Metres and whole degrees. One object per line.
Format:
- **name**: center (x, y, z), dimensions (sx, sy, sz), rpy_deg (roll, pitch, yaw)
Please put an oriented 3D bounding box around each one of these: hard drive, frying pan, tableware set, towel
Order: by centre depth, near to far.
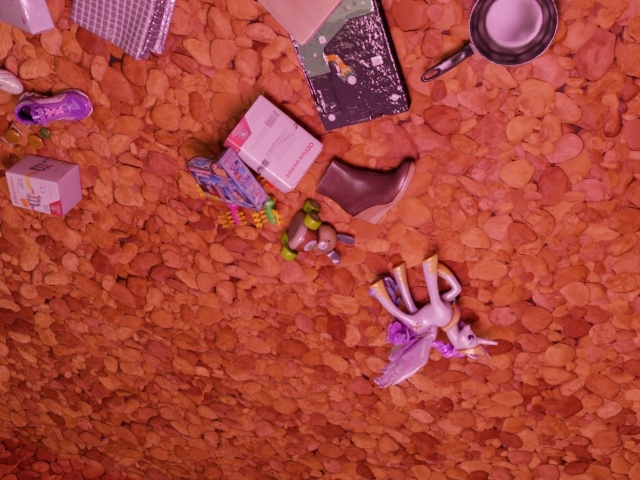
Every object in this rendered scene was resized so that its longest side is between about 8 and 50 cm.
- **frying pan**: center (0.408, -0.457, 1.568), dimensions (0.197, 0.053, 0.326), rpy_deg (32, 128, -8)
- **hard drive**: center (0.067, -0.456, 1.659), dimensions (0.237, 0.064, 0.338), rpy_deg (-11, 121, 22)
- **towel**: center (-0.494, -0.618, 1.675), dimensions (0.235, 0.121, 0.283), rpy_deg (26, 127, -2)
- **tableware set**: center (-0.903, -0.322, 2.060), dimensions (0.154, 0.024, 0.104), rpy_deg (-29, 115, 29)

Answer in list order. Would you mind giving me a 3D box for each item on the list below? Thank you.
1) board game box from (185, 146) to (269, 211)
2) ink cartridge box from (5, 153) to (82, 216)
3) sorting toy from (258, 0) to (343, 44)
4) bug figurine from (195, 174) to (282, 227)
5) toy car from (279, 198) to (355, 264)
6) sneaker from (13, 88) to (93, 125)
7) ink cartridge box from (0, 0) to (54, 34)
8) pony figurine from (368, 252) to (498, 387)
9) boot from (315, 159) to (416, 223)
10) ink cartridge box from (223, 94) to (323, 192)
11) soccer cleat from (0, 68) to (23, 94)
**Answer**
- **board game box**: center (-0.262, -0.179, 1.821), dimensions (0.194, 0.060, 0.194), rpy_deg (16, 150, 28)
- **ink cartridge box**: center (-0.859, -0.173, 2.081), dimensions (0.176, 0.127, 0.128), rpy_deg (12, 126, 9)
- **sorting toy**: center (-0.033, -0.625, 1.509), dimensions (0.257, 0.089, 0.255), rpy_deg (47, 114, 4)
- **bug figurine**: center (-0.216, -0.138, 1.953), dimensions (0.279, 0.072, 0.216), rpy_deg (-3, 116, 24)
- **toy car**: center (0.000, 0.000, 1.956), dimensions (0.188, 0.149, 0.155), rpy_deg (28, 117, -18)
- **sneaker**: center (-0.779, -0.375, 1.930), dimensions (0.237, 0.104, 0.095), rpy_deg (-1, 120, 9)
- **ink cartridge box**: center (-0.788, -0.692, 1.633), dimensions (0.324, 0.071, 0.330), rpy_deg (29, 140, 45)
- **pony figurine**: center (0.297, 0.247, 1.979), dimensions (0.351, 0.303, 0.363), rpy_deg (-27, 98, 21)
- **boot**: center (0.120, -0.163, 1.828), dimensions (0.207, 0.090, 0.248), rpy_deg (30, 130, -8)
- **ink cartridge box**: center (-0.125, -0.254, 1.788), dimensions (0.218, 0.158, 0.092), rpy_deg (38, 166, -9)
- **soccer cleat**: center (-0.959, -0.479, 1.931), dimensions (0.196, 0.076, 0.068), rpy_deg (34, 126, -8)
